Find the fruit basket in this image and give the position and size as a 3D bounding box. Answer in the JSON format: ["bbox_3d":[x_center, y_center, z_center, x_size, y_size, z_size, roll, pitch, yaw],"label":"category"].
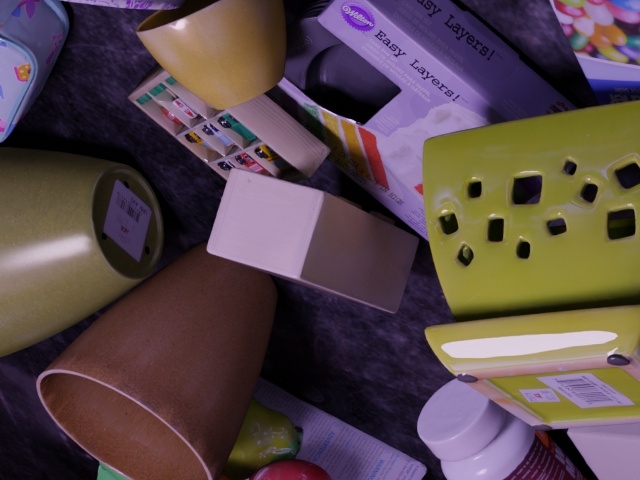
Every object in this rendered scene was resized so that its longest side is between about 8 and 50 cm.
[{"bbox_3d":[-0.091,0.321,2.159,0.353,0.327,0.165,30,141,7],"label":"fruit basket"}]

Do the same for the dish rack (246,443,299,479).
[{"bbox_3d":[-0.173,0.285,2.454,0.332,0.072,0.286,10,143,35],"label":"dish rack"}]

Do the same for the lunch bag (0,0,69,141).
[{"bbox_3d":[-0.418,-0.237,1.842,0.279,0.108,0.224,32,146,-4],"label":"lunch bag"}]

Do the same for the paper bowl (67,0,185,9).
[{"bbox_3d":[-0.241,-0.294,1.472,0.284,0.284,0.148,19,104,25],"label":"paper bowl"}]

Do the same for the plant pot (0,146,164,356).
[{"bbox_3d":[-0.341,0.000,2.031,0.293,0.275,0.275,-11,131,31],"label":"plant pot"}]

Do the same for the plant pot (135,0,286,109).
[{"bbox_3d":[-0.082,-0.172,1.522,0.134,0.134,0.095,-7,116,50],"label":"plant pot"}]

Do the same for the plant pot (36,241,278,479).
[{"bbox_3d":[-0.164,0.131,2.015,0.237,0.254,0.237,24,151,15],"label":"plant pot"}]

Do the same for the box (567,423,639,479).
[{"bbox_3d":[0.395,0.201,1.723,0.275,0.094,0.113,2,138,45],"label":"box"}]

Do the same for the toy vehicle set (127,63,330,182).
[{"bbox_3d":[-0.097,-0.117,1.714,0.166,0.035,0.267,39,169,-10],"label":"toy vehicle set"}]

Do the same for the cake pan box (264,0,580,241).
[{"bbox_3d":[0.083,-0.124,1.573,0.267,0.070,0.246,40,149,-8],"label":"cake pan box"}]

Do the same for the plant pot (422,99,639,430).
[{"bbox_3d":[0.221,0.033,1.421,0.227,0.207,0.228,-8,153,32],"label":"plant pot"}]

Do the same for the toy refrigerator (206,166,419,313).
[{"bbox_3d":[0.000,0.000,1.702,0.102,0.094,0.269,16,177,24],"label":"toy refrigerator"}]

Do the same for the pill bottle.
[{"bbox_3d":[0.214,0.260,1.968,0.121,0.121,0.221,-7,132,50],"label":"pill bottle"}]

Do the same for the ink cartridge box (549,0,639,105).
[{"bbox_3d":[0.264,-0.187,1.303,0.185,0.065,0.311,5,142,41],"label":"ink cartridge box"}]
